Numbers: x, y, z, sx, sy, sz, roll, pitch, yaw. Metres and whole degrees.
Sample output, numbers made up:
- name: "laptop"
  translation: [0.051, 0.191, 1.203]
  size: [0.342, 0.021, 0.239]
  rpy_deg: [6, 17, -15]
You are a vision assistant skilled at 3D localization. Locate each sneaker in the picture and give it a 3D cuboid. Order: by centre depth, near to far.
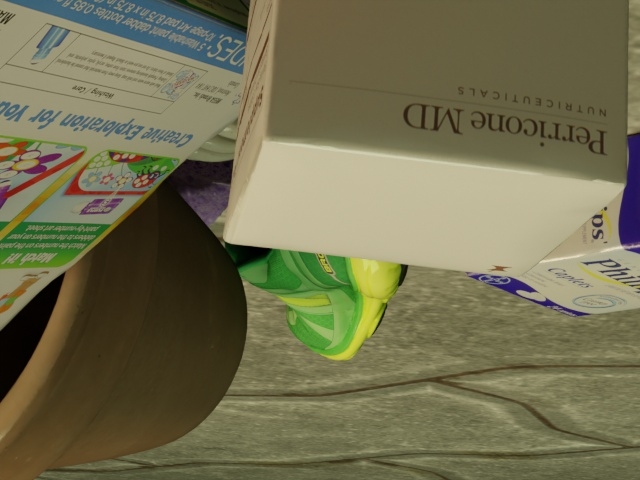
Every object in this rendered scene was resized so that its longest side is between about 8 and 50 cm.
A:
- name: "sneaker"
  translation: [0.000, 0.000, 0.883]
  size: [0.123, 0.109, 0.295]
  rpy_deg: [23, 162, 3]

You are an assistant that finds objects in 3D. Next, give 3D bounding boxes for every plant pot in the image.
- name: "plant pot"
  translation: [-0.164, 0.032, 0.731]
  size: [0.263, 0.263, 0.229]
  rpy_deg: [-5, 163, 28]

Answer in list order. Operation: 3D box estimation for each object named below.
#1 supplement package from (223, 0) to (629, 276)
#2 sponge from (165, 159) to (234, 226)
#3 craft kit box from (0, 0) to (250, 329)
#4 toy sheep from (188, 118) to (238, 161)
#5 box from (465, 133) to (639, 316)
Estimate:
- name: "supplement package"
  translation: [0.033, -0.090, 0.414]
  size: [0.105, 0.179, 0.105]
  rpy_deg: [6, 163, -8]
- name: "sponge"
  translation: [-0.166, -0.046, 0.854]
  size: [0.210, 0.031, 0.117]
  rpy_deg: [11, 161, -16]
- name: "craft kit box"
  translation: [-0.149, -0.017, 0.451]
  size: [0.246, 0.061, 0.250]
  rpy_deg: [-43, 167, 13]
- name: "toy sheep"
  translation: [-0.057, -0.081, 0.636]
  size: [0.091, 0.091, 0.132]
  rpy_deg: [13, 175, -26]
- name: "box"
  translation: [0.184, -0.004, 0.833]
  size: [0.137, 0.072, 0.126]
  rpy_deg: [-13, 156, 43]
